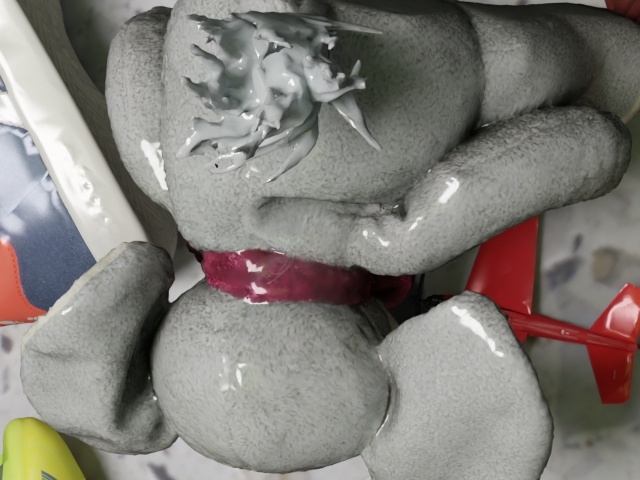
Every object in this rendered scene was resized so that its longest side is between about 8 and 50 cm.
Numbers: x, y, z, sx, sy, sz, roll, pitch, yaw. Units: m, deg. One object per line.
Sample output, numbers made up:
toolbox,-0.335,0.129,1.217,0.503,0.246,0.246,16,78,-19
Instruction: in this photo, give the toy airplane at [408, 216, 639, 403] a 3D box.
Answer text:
toy airplane,0.124,0.051,0.664,0.151,0.028,0.151,0,89,13

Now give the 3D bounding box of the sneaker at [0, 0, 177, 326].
sneaker,-0.226,-0.108,0.692,0.148,0.131,0.350,-27,84,8

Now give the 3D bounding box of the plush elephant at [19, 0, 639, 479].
plush elephant,0.000,0.000,0.574,0.272,0.330,0.255,17,112,12

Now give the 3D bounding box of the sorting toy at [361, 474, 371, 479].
sorting toy,0.044,0.169,0.679,0.075,0.045,0.083,-17,87,20

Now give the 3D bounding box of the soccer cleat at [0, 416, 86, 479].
soccer cleat,-0.127,0.243,0.707,0.121,0.093,0.289,-15,81,-18

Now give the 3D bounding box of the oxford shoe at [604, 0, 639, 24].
oxford shoe,0.259,-0.102,0.608,0.130,0.123,0.348,-26,82,-15
